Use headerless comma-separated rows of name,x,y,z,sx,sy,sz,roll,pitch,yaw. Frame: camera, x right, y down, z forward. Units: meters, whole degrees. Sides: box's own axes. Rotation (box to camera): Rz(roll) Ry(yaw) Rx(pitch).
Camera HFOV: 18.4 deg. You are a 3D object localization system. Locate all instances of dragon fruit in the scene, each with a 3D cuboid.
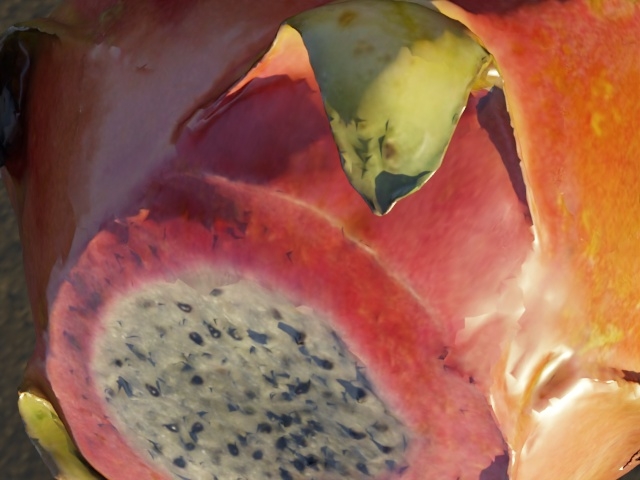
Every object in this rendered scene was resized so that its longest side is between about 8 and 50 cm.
dragon fruit,0.000,0.000,0.714,0.291,0.189,0.290,12,122,20
